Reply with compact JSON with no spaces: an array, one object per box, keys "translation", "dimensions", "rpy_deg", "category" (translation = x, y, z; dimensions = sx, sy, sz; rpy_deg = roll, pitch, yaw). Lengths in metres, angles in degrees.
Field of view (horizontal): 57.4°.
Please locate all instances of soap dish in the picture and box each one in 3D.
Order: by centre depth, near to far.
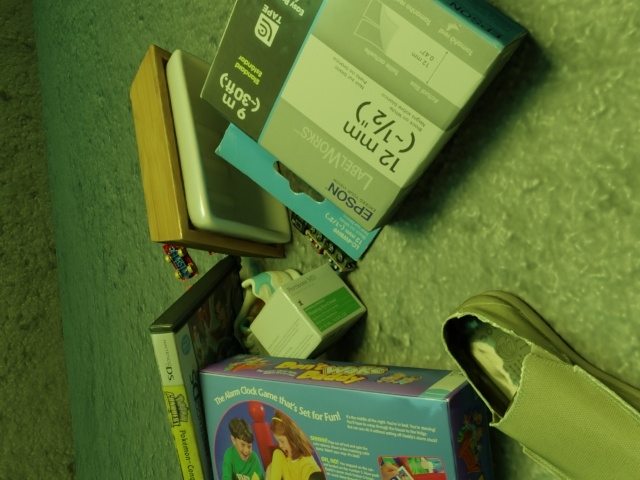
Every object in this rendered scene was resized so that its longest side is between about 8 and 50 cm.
[{"translation":[-0.166,-0.115,0.878],"dimensions":[0.118,0.228,0.291],"rpy_deg":[-20,73,27],"category":"soap dish"}]

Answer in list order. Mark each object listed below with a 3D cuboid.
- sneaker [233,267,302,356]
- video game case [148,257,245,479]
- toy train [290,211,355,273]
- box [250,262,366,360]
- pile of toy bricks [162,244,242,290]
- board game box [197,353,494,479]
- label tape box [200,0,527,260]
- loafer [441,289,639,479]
[{"translation":[-0.087,0.155,0.895],"dimensions":[0.087,0.092,0.229],"rpy_deg":[22,110,51],"category":"sneaker"},{"translation":[-0.151,0.183,0.841],"dimensions":[0.275,0.035,0.249],"rpy_deg":[-60,-37,-72],"category":"video game case"},{"translation":[0.000,0.000,0.823],"dimensions":[0.158,0.027,0.036],"rpy_deg":[47,131,44],"category":"toy train"},{"translation":[-0.016,0.103,0.768],"dimensions":[0.087,0.101,0.102],"rpy_deg":[49,131,16],"category":"box"},{"translation":[-0.174,0.075,1.013],"dimensions":[0.212,0.118,0.105],"rpy_deg":[63,-170,-11],"category":"pile of toy bricks"},{"translation":[0.018,0.260,0.658],"dimensions":[0.346,0.078,0.234],"rpy_deg":[-4,95,39],"category":"board game box"},{"translation":[0.008,-0.142,0.639],"dimensions":[0.249,0.115,0.348],"rpy_deg":[39,127,7],"category":"label tape box"},{"translation":[0.196,0.144,0.493],"dimensions":[0.268,0.092,0.102],"rpy_deg":[45,126,45],"category":"loafer"}]
